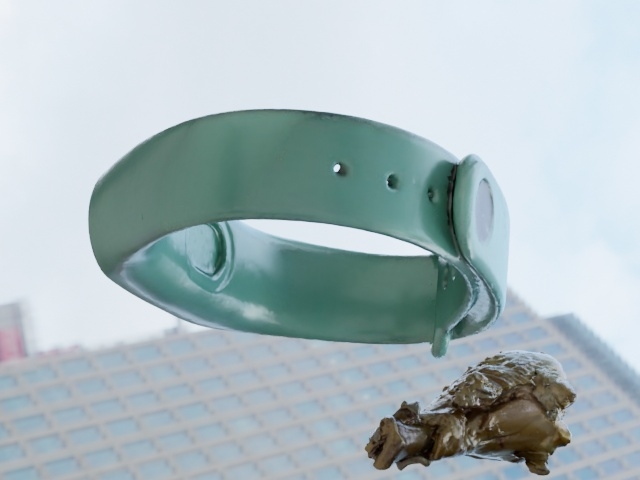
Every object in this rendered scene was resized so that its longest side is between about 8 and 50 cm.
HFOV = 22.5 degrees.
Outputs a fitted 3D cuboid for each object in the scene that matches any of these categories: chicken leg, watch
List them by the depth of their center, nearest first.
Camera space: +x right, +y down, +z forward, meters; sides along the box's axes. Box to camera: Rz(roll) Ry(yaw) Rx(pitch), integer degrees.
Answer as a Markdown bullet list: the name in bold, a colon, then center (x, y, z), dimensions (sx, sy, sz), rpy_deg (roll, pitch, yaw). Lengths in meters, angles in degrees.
- **watch**: center (0.000, 0.000, 0.793), dimensions (0.195, 0.237, 0.068), rpy_deg (-3, -110, 21)
- **chicken leg**: center (0.117, 0.134, 1.179), dimensions (0.101, 0.207, 0.085), rpy_deg (26, -67, 36)
